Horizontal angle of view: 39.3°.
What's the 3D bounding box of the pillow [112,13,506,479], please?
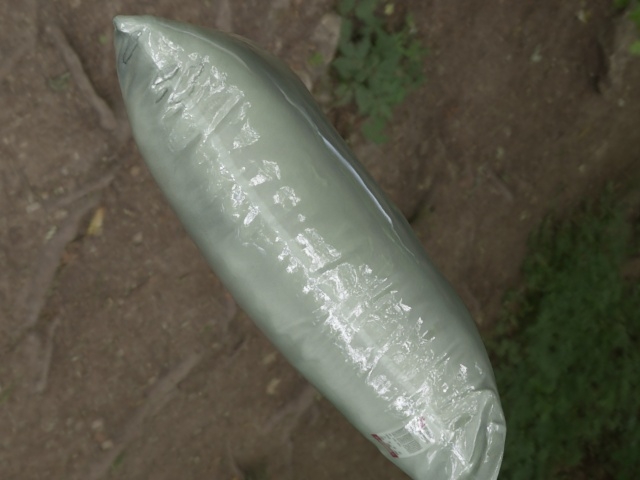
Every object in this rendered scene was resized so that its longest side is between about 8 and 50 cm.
[{"bbox_3d":[0.000,-0.001,0.427,0.078,0.254,0.144,-34,-170,16],"label":"pillow"}]
